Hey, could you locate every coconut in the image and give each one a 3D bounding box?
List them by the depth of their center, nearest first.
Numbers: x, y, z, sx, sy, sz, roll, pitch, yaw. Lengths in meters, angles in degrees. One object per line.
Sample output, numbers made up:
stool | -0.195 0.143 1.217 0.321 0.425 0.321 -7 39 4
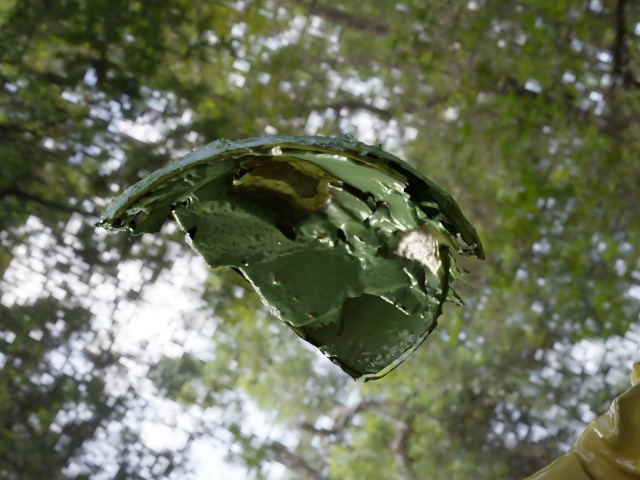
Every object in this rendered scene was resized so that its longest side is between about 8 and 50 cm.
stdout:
coconut | -0.001 -0.002 0.579 0.158 0.133 0.055 47 -146 -47

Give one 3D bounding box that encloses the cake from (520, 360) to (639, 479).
cake | 0.190 0.235 0.862 0.222 0.227 0.286 -12 -37 -52
